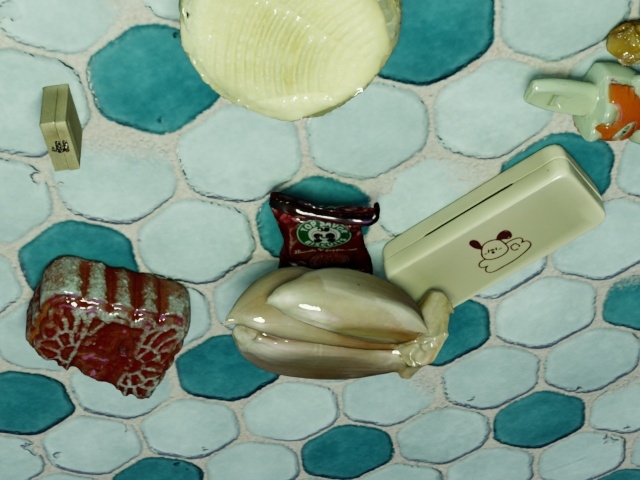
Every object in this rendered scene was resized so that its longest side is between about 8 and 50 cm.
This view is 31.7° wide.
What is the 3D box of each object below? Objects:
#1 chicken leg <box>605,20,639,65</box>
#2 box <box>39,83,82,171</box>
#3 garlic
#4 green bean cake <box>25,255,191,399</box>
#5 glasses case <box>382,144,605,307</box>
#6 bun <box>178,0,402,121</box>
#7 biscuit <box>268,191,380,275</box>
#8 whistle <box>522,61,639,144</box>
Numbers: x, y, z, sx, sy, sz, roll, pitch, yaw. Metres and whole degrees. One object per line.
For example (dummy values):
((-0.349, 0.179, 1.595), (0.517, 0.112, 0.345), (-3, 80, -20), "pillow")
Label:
((0.473, -0.284, 1.386), (0.251, 0.087, 0.107), (-26, 140, 24), "chicken leg")
((-0.325, -0.140, 1.420), (0.035, 0.083, 0.079), (-7, 134, 0), "box")
((0.012, 0.122, 1.621), (0.325, 0.132, 0.279), (12, 148, -12), "garlic")
((-0.319, 0.131, 1.678), (0.232, 0.097, 0.198), (18, 130, -24), "green bean cake")
((0.247, -0.009, 1.633), (0.313, 0.070, 0.131), (-32, 130, 22), "glasses case")
((-0.033, -0.273, 1.280), (0.259, 0.152, 0.259), (4, 131, 5), "bun")
((0.006, 0.001, 1.610), (0.151, 0.063, 0.235), (-2, 151, -1), "biscuit")
((0.386, -0.178, 1.467), (0.253, 0.106, 0.102), (8, 116, -15), "whistle")
